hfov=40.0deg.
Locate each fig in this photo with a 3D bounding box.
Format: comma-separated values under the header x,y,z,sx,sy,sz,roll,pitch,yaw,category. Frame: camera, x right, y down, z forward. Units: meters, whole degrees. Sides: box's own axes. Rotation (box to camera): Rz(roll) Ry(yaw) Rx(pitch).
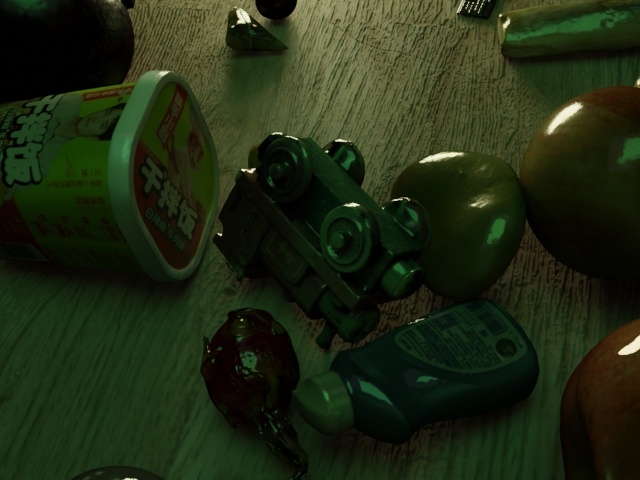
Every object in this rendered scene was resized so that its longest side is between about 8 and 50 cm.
x,y,z,sx,sy,sz,roll,pitch,yaw,category
-0.099,-0.114,1.377,0.050,0.050,0.083,27,76,26,fig

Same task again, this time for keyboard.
x,y,z,sx,sy,sz,roll,pitch,yaw,category
0.312,-0.480,1.650,0.064,0.010,0.198,13,53,19,keyboard

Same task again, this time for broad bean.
x,y,z,sx,sy,sz,roll,pitch,yaw,category
0.192,-0.025,1.171,0.189,0.121,0.263,-48,32,16,broad bean

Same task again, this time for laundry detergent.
x,y,z,sx,sy,sz,roll,pitch,yaw,category
0.110,0.167,1.053,0.290,0.094,0.143,-16,49,-19,laundry detergent

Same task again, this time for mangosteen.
x,y,z,sx,sy,sz,roll,pitch,yaw,category
-0.461,-0.359,1.449,0.330,0.330,0.330,-3,50,4,mangosteen
-0.081,-0.450,1.629,0.081,0.081,0.080,-3,50,4,mangosteen

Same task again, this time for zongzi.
x,y,z,sx,sy,sz,roll,pitch,yaw,category
-0.114,-0.382,1.600,0.114,0.052,0.104,5,44,-6,zongzi

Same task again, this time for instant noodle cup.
x,y,z,sx,sy,sz,roll,pitch,yaw,category
-0.341,-0.086,1.255,0.308,0.293,0.293,0,50,16,instant noodle cup

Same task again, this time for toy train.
x,y,z,sx,sy,sz,roll,pitch,yaw,category
0.000,0.000,1.161,0.150,0.221,0.304,-5,44,-48,toy train

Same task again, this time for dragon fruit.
x,y,z,sx,sy,sz,roll,pitch,yaw,category
-0.069,0.187,1.073,0.125,0.125,0.246,-20,58,-13,dragon fruit

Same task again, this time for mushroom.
x,y,z,sx,sy,sz,roll,pitch,yaw,category
0.459,-0.364,1.494,0.313,0.081,0.099,-6,47,7,mushroom

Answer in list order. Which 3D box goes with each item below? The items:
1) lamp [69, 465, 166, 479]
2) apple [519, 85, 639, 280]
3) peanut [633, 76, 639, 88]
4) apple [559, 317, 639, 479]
x,y,z,sx,sy,sz,roll,pitch,yaw,category
-0.277,0.316,0.899,0.314,0.182,0.181,15,45,-25,lamp
0.392,-0.073,1.129,0.257,0.256,0.234,-31,12,-18,apple
0.574,-0.150,1.275,0.136,0.120,0.298,-48,58,0,peanut
0.401,0.228,0.842,0.305,0.338,0.338,-4,50,5,apple
